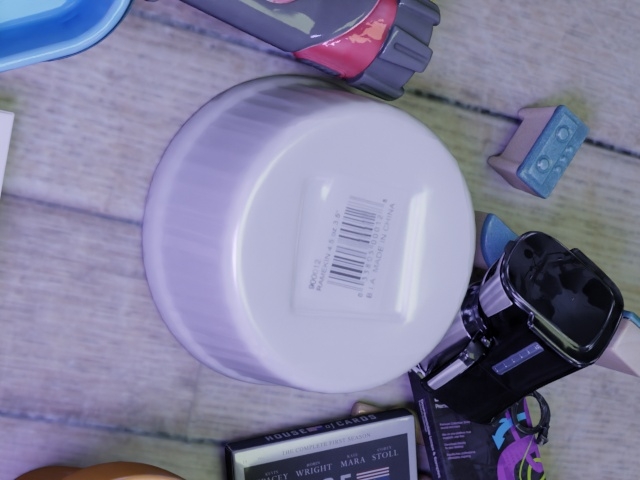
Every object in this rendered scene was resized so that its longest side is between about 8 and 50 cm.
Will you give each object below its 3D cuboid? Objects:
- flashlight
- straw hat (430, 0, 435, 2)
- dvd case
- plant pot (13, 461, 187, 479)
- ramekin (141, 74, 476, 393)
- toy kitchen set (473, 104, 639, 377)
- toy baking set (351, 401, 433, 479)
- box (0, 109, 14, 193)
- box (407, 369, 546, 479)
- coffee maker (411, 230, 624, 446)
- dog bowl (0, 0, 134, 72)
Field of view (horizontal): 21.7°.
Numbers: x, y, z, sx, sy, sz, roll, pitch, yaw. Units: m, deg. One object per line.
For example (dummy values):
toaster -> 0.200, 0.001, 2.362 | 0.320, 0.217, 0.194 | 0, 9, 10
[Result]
flashlight -> -0.047, -0.219, 1.386 | 0.304, 0.103, 0.103 | 25, 42, -25
straw hat -> 0.069, -0.253, 1.475 | 0.144, 0.061, 0.145 | -5, 99, -29
dvd case -> 0.007, 0.283, 1.524 | 0.179, 0.029, 0.239 | -9, 106, -21
plant pot -> -0.185, 0.265, 1.335 | 0.205, 0.188, 0.205 | -4, 99, -29
ramekin -> 0.000, 0.000, 1.431 | 0.277, 0.135, 0.277 | -5, 101, -30
toy kitchen set -> 0.248, -0.002, 1.581 | 0.207, 0.122, 0.166 | 40, 78, -29
toy baking set -> 0.089, 0.259, 1.586 | 0.256, 0.030, 0.197 | 14, 96, -25
box -> -0.304, 0.051, 1.306 | 0.063, 0.067, 0.324 | 9, 94, -31
box -> 0.149, 0.183, 1.563 | 0.116, 0.029, 0.162 | -2, 69, -33
coffee maker -> 0.187, 0.087, 1.499 | 0.171, 0.178, 0.120 | 23, 58, -21
dog bowl -> -0.272, -0.191, 1.237 | 0.297, 0.074, 0.166 | -16, 109, -10
